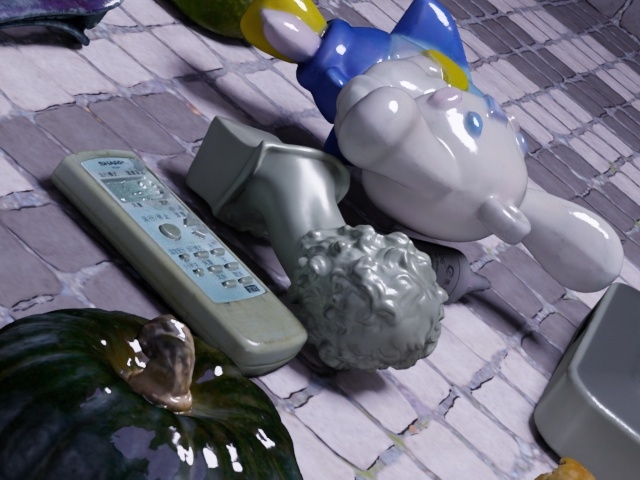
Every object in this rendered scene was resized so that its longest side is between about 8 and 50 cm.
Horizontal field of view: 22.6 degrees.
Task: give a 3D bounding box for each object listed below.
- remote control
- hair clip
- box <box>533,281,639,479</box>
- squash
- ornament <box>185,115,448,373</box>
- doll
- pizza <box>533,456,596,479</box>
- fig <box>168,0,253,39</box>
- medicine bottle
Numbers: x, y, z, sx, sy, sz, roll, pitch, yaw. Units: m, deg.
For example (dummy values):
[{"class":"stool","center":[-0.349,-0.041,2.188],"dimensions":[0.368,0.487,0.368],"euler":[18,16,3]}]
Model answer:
[{"class":"remote control","center":[-0.110,0.013,1.257],"dimensions":[0.233,0.038,0.098],"euler":[44,23,18]},{"class":"hair clip","center":[-0.268,-0.198,1.390],"dimensions":[0.048,0.083,0.275],"euler":[52,27,9]},{"class":"box","center":[0.396,0.211,1.550],"dimensions":[0.373,0.090,0.367],"euler":[38,23,5]},{"class":"squash","center":[-0.109,0.129,0.848],"dimensions":[0.218,0.172,0.218],"euler":[51,10,-12]},{"class":"ornament","center":[-0.009,-0.007,1.337],"dimensions":[0.130,0.120,0.285],"euler":[1,40,-53]},{"class":"doll","center":[0.099,-0.119,1.551],"dimensions":[0.365,0.187,0.376],"euler":[51,-1,44]},{"class":"pizza","center":[0.240,0.260,1.255],"dimensions":[0.194,0.069,0.154],"euler":[30,22,-33]},{"class":"fig","center":[-0.076,-0.356,1.773],"dimensions":[0.203,0.235,0.203],"euler":[29,20,-11]},{"class":"medicine bottle","center":[0.100,0.029,1.509],"dimensions":[0.199,0.057,0.057],"euler":[14,31,-46]}]
